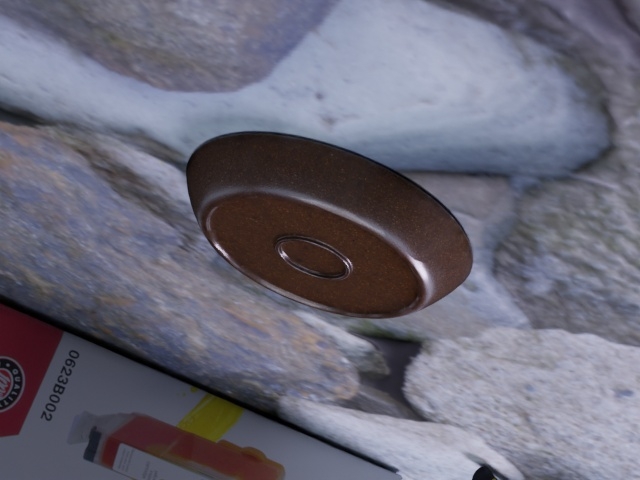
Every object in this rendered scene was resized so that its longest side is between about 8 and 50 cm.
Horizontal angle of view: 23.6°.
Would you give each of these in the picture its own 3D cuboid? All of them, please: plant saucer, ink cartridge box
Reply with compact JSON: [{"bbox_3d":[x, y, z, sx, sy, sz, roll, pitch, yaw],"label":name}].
[{"bbox_3d":[0.000,0.000,0.847,0.168,0.029,0.168,17,155,8],"label":"plant saucer"},{"bbox_3d":[-0.164,0.246,1.174,0.385,0.279,0.160,24,154,-8],"label":"ink cartridge box"}]

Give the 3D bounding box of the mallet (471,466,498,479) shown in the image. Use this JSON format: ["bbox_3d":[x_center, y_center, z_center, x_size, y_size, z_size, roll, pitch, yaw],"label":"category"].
[{"bbox_3d":[0.174,0.237,1.147,0.190,0.062,0.039,36,150,-29],"label":"mallet"}]
